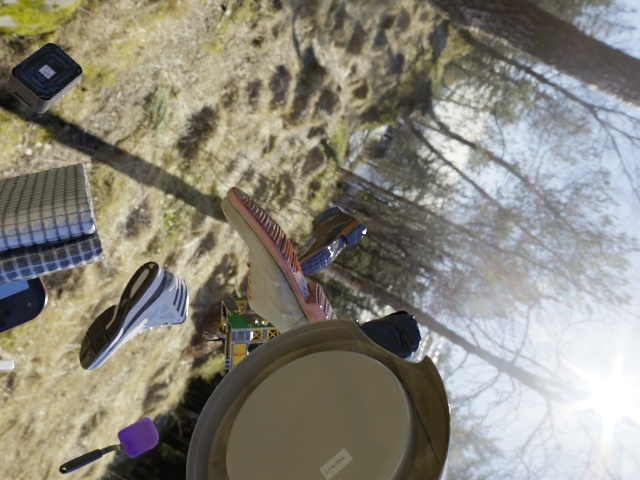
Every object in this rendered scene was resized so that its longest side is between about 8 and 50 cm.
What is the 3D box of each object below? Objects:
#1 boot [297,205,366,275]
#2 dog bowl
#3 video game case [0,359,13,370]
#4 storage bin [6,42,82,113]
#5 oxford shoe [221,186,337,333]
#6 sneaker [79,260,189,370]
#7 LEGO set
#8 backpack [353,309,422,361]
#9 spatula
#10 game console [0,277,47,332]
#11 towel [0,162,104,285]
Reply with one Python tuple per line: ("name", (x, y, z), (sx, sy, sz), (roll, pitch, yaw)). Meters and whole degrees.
("boot", (0.000, 0.000, 1.304), (0.219, 0.106, 0.082), (-33, 144, -17))
("dog bowl", (0.005, 0.266, 0.678), (0.349, 0.348, 0.102), (-59, 138, -39))
("video game case", (-0.741, 0.254, 0.985), (0.183, 0.201, 0.023), (33, 46, -69))
("storage bin", (-0.816, -0.482, 1.530), (0.084, 0.122, 0.180), (-24, -150, 46))
("oxford shoe", (-0.111, 0.077, 1.084), (0.146, 0.397, 0.140), (-29, -170, 10))
("sneaker", (-0.636, 0.309, 1.850), (0.447, 0.169, 0.257), (-51, 134, 0))
("LEGO set", (-0.196, 0.305, 1.562), (0.331, 0.255, 0.192), (27, -65, 59))
("backpack", (0.104, 0.219, 1.031), (0.182, 0.152, 0.115), (127, -43, -57))
("spatula", (-0.569, 0.561, 1.373), (0.296, 0.084, 0.030), (-25, -176, 9))
("game console", (-0.873, 0.063, 1.197), (0.342, 0.387, 0.060), (-26, -163, -29))
("towel", (-0.500, -0.023, 0.869), (0.283, 0.235, 0.121), (40, -39, 56))
